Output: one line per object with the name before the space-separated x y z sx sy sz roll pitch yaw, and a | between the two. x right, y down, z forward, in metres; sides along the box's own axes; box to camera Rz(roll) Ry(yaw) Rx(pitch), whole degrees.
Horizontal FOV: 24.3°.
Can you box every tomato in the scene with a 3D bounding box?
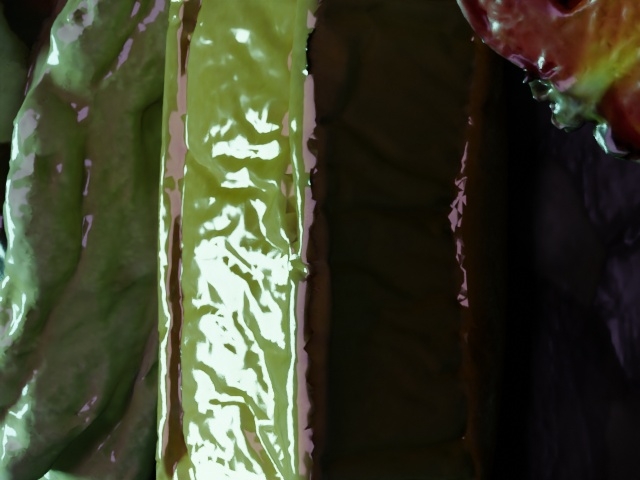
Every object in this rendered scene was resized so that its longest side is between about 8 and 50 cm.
tomato | 0.129 -0.099 0.493 0.159 0.091 0.139 39 132 17

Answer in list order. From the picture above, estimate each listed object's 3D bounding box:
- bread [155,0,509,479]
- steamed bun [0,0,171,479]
bread | 0.000 0.000 0.629 0.152 0.119 0.288 -2 86 50
steamed bun | -0.160 -0.081 0.808 0.247 0.189 0.428 44 122 55
